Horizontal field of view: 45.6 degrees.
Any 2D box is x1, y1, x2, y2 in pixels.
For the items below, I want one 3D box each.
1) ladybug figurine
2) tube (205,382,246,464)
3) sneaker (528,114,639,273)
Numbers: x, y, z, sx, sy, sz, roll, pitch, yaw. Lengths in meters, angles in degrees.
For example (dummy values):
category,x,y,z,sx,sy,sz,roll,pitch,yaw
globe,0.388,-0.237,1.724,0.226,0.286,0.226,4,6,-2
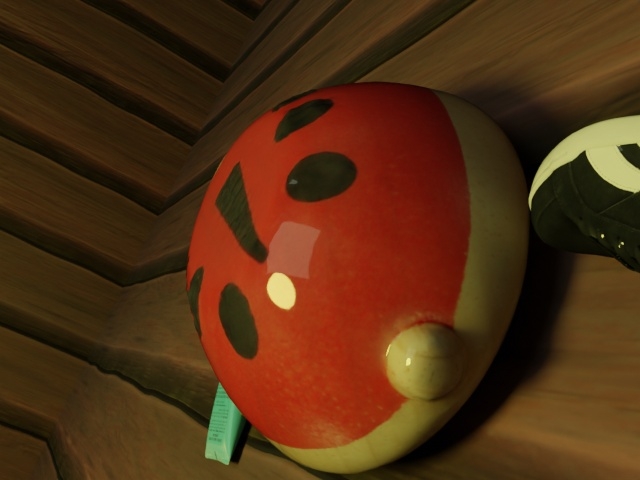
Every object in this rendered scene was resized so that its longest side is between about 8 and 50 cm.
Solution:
category,x,y,z,sx,sy,sz,roll,pitch,yaw
ladybug figurine,0.000,0.000,0.606,0.305,0.162,0.449,-60,18,4
tube,-0.084,0.137,0.832,0.080,0.052,0.207,149,140,-67
sneaker,0.149,0.012,0.312,0.217,0.079,0.121,-14,49,65
